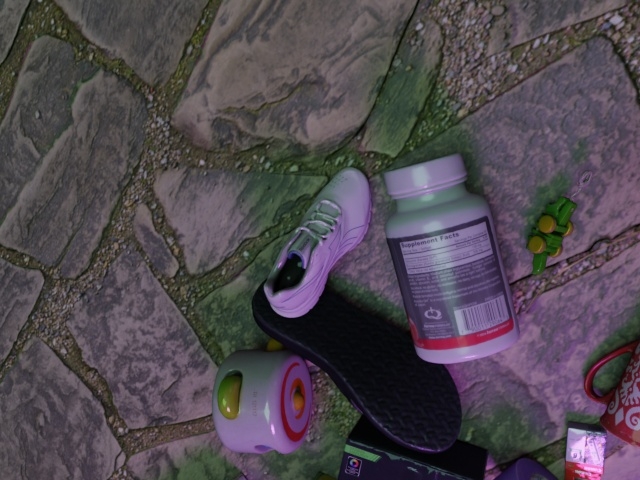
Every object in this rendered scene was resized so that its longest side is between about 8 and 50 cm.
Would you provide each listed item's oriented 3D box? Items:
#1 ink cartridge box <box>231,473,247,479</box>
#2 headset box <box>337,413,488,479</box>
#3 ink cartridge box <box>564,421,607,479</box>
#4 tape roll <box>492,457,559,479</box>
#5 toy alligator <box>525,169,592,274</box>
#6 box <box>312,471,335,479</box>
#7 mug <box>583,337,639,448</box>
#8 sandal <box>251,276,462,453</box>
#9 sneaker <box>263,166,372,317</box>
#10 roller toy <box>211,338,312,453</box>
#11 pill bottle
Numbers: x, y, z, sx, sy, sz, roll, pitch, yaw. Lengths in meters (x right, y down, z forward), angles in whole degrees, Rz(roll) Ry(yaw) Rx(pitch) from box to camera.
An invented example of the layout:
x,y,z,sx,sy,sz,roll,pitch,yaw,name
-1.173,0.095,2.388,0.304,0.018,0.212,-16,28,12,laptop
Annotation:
x,y,z,sx,sy,sz,roll,pitch,yaw,name
-0.223,0.655,1.379,0.273,0.115,0.198,-38,86,22,ink cartridge box
0.156,0.478,1.201,0.247,0.131,0.282,16,104,16,headset box
0.456,0.375,1.128,0.063,0.029,0.115,4,101,19,ink cartridge box
0.368,0.467,1.092,0.189,0.189,0.080,44,111,7,tape roll
0.381,-0.035,1.072,0.051,0.056,0.189,43,118,52,toy alligator
-0.030,0.535,1.253,0.043,0.179,0.105,19,105,16,box
0.513,0.229,1.040,0.150,0.113,0.169,20,103,14,mug
0.068,0.214,1.194,0.446,0.167,0.107,37,155,22,sandal
0.000,0.000,1.147,0.111,0.129,0.297,26,84,15,sneaker
-0.099,0.299,1.230,0.146,0.209,0.191,-5,114,20,roller toy
0.206,0.025,1.075,0.177,0.176,0.318,-13,95,22,pill bottle
